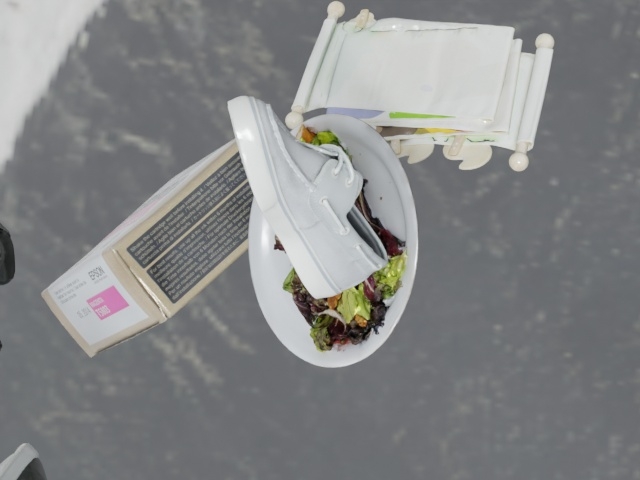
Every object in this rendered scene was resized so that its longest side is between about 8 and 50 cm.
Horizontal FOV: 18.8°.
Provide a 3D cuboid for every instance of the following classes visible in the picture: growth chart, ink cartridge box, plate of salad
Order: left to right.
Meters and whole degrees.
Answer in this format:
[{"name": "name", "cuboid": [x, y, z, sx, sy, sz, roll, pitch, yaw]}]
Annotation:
[{"name": "ink cartridge box", "cuboid": [-0.142, 0.004, 1.829, 0.088, 0.193, 0.235, 52, 153, -7]}, {"name": "plate of salad", "cuboid": [0.000, 0.000, 1.510, 0.200, 0.048, 0.200, -1, 88, 48]}, {"name": "growth chart", "cuboid": [0.085, -0.132, 1.660, 0.237, 0.021, 0.172, 10, 56, 23]}]

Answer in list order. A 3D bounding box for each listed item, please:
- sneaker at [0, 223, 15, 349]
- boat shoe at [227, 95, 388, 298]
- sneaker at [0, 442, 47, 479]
[{"name": "sneaker", "cuboid": [-0.320, -0.001, 1.521, 0.102, 0.146, 0.293, 51, 156, 46]}, {"name": "boat shoe", "cuboid": [-0.004, -0.030, 1.194, 0.063, 0.184, 0.066, -22, 44, 6]}, {"name": "sneaker", "cuboid": [-0.258, 0.277, 1.725, 0.104, 0.296, 0.147, -44, 98, 1]}]
